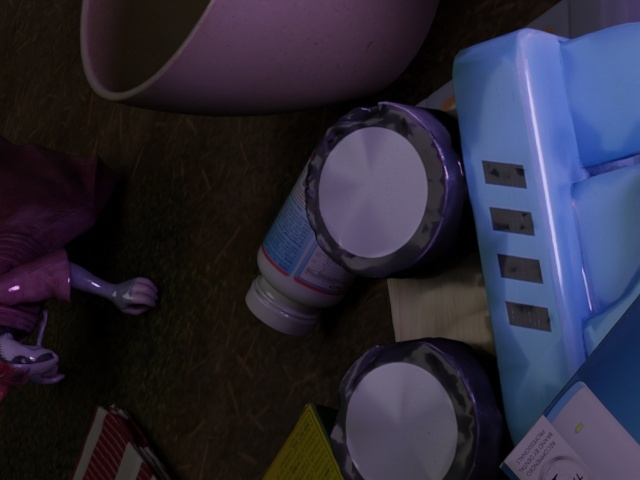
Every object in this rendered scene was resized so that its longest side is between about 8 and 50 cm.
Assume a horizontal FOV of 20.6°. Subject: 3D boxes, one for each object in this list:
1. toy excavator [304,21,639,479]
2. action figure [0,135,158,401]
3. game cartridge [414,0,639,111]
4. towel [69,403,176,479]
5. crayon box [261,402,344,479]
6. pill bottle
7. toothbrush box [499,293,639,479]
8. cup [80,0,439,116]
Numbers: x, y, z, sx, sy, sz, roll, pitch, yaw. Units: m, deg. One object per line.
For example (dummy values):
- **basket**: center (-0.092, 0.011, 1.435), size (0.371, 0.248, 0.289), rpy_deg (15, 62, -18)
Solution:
- **toy excavator**: center (0.227, -0.064, 1.028), size (0.445, 0.222, 0.433), rpy_deg (-14, 79, 34)
- **action figure**: center (-0.343, 0.024, 1.929), size (0.248, 0.276, 0.370), rpy_deg (-45, 24, 30)
- **game cartridge**: center (0.151, -0.057, 1.322), size (0.297, 0.062, 0.198), rpy_deg (-34, 41, 48)
- **towel**: center (-0.198, 0.323, 1.724), size (0.329, 0.037, 0.237), rpy_deg (38, 109, 62)
- **crayon box**: center (0.019, 0.299, 1.308), size (0.202, 0.081, 0.318), rpy_deg (-59, 31, 22)
- **pill bottle**: center (0.000, 0.000, 1.511), size (0.160, 0.087, 0.087), rpy_deg (-60, 31, 21)
- **toothbrush box**: center (0.265, 0.131, 0.813), size (0.295, 0.126, 0.216), rpy_deg (48, 119, 24)
- **cup**: center (-0.032, -0.244, 1.554), size (0.331, 0.237, 0.331), rpy_deg (-38, 43, 46)
